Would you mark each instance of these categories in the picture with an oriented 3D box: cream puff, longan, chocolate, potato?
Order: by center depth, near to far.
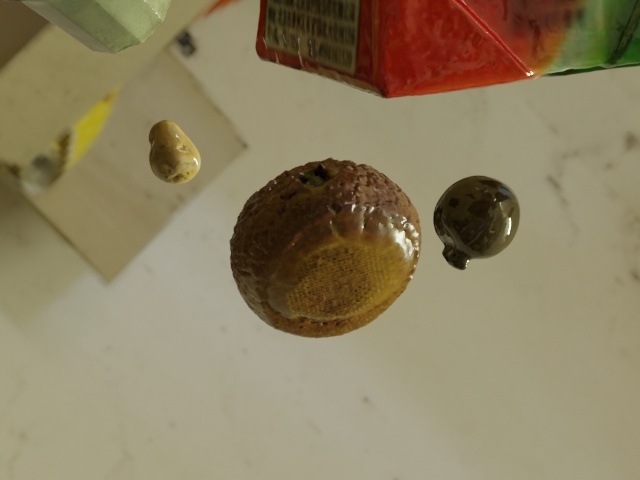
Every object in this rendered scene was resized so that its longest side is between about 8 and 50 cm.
[{"bbox_3d":[0.144,-0.243,1.585,0.341,0.161,0.360,-10,-166,-18],"label":"chocolate"},{"bbox_3d":[0.182,-0.020,2.009,0.119,0.106,0.106,-62,-170,-8],"label":"longan"},{"bbox_3d":[-0.195,-0.116,2.221,0.068,0.083,0.062,-18,170,9],"label":"potato"},{"bbox_3d":[0.000,0.000,2.502,0.303,0.303,0.212,-42,-135,21],"label":"cream puff"}]

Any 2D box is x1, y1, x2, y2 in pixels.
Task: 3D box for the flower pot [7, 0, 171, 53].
[{"bbox_3d":[-0.284,-0.339,2.024,0.212,0.212,0.202,-44,148,5],"label":"flower pot"}]
